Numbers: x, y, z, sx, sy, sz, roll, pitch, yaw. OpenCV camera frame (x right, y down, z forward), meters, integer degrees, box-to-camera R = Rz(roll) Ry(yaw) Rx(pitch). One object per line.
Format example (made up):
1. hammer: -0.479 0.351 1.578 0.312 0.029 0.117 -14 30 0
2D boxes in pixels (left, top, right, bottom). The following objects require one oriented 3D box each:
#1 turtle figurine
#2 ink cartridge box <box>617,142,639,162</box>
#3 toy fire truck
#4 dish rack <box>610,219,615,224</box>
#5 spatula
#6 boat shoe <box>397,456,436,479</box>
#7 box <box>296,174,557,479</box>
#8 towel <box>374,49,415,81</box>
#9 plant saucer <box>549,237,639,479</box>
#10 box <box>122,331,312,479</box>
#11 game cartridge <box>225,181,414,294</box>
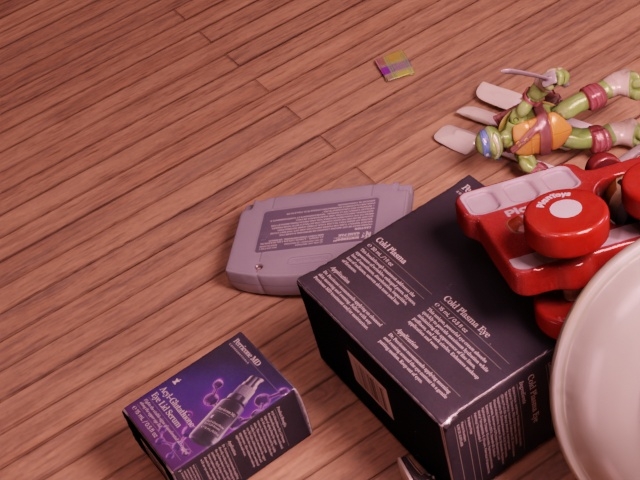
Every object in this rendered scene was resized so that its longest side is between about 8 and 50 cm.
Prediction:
1. turtle figurine: 0.395 -0.169 1.822 0.266 0.275 0.198 -16 80 -9
2. ink cartridge box: 0.450 -0.111 1.725 0.189 0.232 0.066 -33 67 -18
3. toy fire truck: 0.346 -0.030 1.462 0.302 0.169 0.254 -18 35 -5
4. dish rack: 0.526 0.015 1.605 0.333 0.072 0.285 -27 82 -12
5. spatula: 0.335 -0.189 1.998 0.242 0.019 0.168 26 56 32
6. boat shoe: 0.140 0.325 1.493 0.038 0.046 0.125 -26 46 -10
7. box: 0.198 0.122 1.591 0.312 0.179 0.343 -31 45 -15
8. towel: 0.142 -0.334 2.213 0.060 0.009 0.083 -19 43 -4
9. plant saucer: 0.467 0.174 1.307 0.400 0.400 0.100 -16 8 1
10. box: -0.142 0.252 1.613 0.207 0.108 0.153 -34 45 -18
11. game cartridge: 0.000 0.000 1.860 0.294 0.060 0.196 -6 39 18
